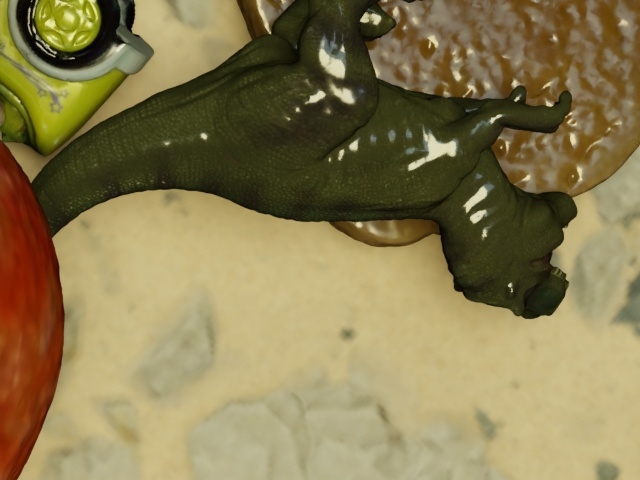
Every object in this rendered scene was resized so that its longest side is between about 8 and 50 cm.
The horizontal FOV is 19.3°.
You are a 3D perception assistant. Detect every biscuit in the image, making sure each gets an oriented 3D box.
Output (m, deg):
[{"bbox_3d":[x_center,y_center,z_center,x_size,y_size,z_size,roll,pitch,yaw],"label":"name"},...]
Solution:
[{"bbox_3d":[0.048,-0.104,0.712,0.181,0.049,0.208,-11,89,-14],"label":"biscuit"}]

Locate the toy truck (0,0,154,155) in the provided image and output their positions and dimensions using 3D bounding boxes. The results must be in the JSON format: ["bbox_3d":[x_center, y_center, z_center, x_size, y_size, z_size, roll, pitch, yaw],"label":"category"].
[{"bbox_3d":[-0.119,-0.081,0.668,0.111,0.076,0.077,40,97,-5],"label":"toy truck"}]

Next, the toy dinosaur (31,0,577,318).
[{"bbox_3d":[0.000,0.000,0.631,0.187,0.087,0.179,29,81,-8],"label":"toy dinosaur"}]

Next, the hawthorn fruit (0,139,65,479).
[{"bbox_3d":[-0.207,0.057,0.557,0.242,0.242,0.271,11,92,-11],"label":"hawthorn fruit"}]
